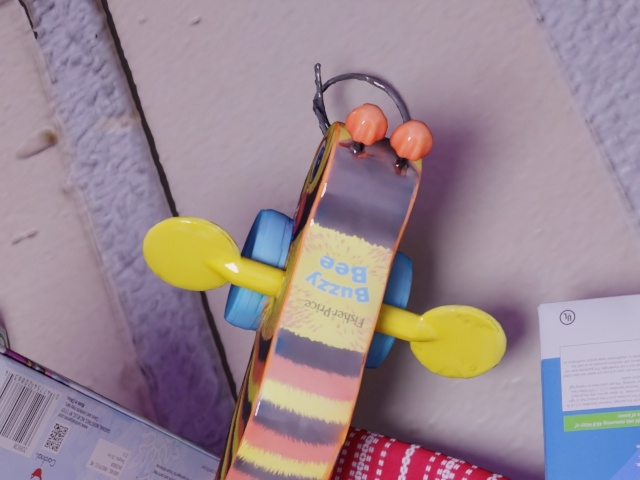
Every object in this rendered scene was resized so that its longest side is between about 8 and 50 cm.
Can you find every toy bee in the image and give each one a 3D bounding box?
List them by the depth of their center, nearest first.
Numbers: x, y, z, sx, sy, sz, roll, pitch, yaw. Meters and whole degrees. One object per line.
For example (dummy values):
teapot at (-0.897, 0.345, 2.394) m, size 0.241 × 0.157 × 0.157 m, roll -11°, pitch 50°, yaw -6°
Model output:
toy bee at (0.000, 0.000, 0.903) m, size 0.195 × 0.162 × 0.298 m, roll -2°, pitch 67°, yaw -16°

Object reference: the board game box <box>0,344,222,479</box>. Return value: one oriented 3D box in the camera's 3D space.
board game box at (-0.184, 0.223, 0.850) m, size 0.066 × 0.319 × 0.318 m, roll 23°, pitch 80°, yaw 27°

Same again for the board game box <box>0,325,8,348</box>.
board game box at (-0.331, 0.187, 1.058) m, size 0.305 × 0.053 × 0.193 m, roll -22°, pitch 61°, yaw 12°

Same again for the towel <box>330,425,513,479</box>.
towel at (0.077, 0.221, 0.850) m, size 0.275 × 0.031 × 0.199 m, roll 14°, pitch 84°, yaw 45°

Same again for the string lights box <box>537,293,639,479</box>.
string lights box at (0.191, 0.160, 0.866) m, size 0.133 × 0.077 × 0.259 m, roll -6°, pitch 70°, yaw 19°
